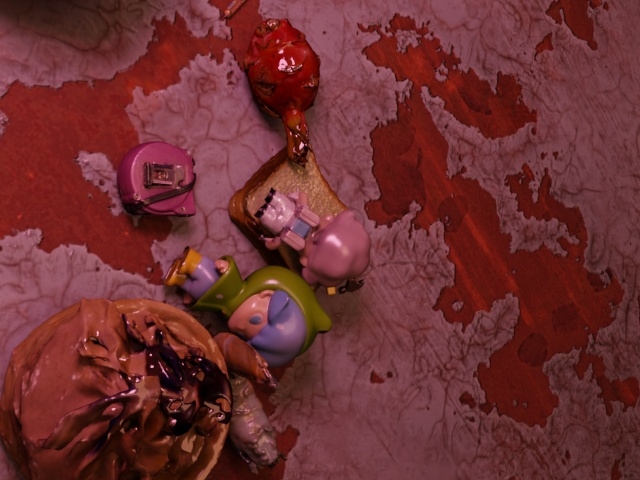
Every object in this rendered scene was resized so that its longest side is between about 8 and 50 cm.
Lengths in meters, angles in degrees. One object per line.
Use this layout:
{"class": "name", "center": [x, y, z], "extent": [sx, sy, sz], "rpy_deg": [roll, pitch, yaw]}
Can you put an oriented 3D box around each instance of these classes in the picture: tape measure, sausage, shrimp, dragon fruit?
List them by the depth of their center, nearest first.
{"class": "tape measure", "center": [-0.247, -0.093, 1.578], "extent": [0.125, 0.074, 0.118], "rpy_deg": [-3, 90, -35]}
{"class": "shrimp", "center": [-0.117, 0.226, 1.579], "extent": [0.068, 0.185, 0.287], "rpy_deg": [-26, 148, -28]}
{"class": "dragon fruit", "center": [-0.054, -0.237, 1.666], "extent": [0.125, 0.126, 0.246], "rpy_deg": [4, 70, -63]}
{"class": "sausage", "center": [-0.129, -0.403, 1.697], "extent": [0.015, 0.015, 0.100], "rpy_deg": [48, 65, -23]}

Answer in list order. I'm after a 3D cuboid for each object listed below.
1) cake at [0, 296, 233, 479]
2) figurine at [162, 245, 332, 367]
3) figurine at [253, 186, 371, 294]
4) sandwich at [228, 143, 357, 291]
{"class": "cake", "center": [-0.255, 0.237, 1.422], "extent": [0.333, 0.321, 0.332], "rpy_deg": [0, 90, -31]}
{"class": "figurine", "center": [-0.114, 0.097, 1.618], "extent": [0.263, 0.162, 0.143], "rpy_deg": [31, 42, -15]}
{"class": "figurine", "center": [0.000, 0.000, 1.647], "extent": [0.229, 0.112, 0.137], "rpy_deg": [36, 76, -18]}
{"class": "sandwich", "center": [-0.036, -0.035, 1.722], "extent": [0.186, 0.065, 0.214], "rpy_deg": [-46, 113, -24]}
